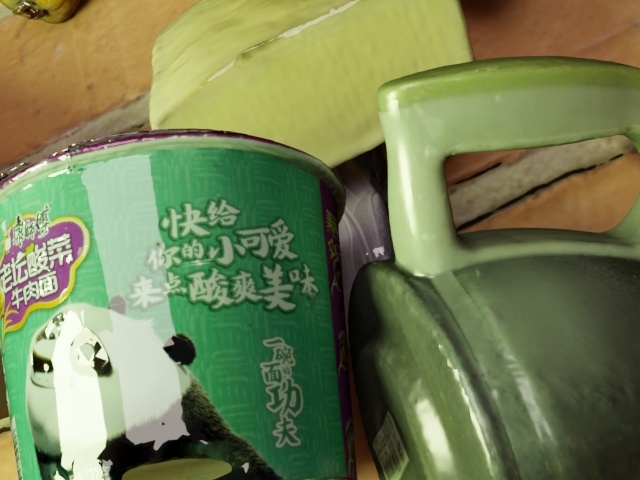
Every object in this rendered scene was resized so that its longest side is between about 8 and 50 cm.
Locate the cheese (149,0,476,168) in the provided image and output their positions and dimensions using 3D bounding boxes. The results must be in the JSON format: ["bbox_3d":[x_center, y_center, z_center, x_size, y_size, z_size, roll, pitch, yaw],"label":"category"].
[{"bbox_3d":[-0.020,-0.160,0.657,0.242,0.124,0.266,-23,31,3],"label":"cheese"}]

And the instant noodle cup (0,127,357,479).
[{"bbox_3d":[-0.089,0.076,0.484,0.251,0.251,0.190,-15,68,12],"label":"instant noodle cup"}]

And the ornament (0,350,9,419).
[{"bbox_3d":[-0.285,0.108,0.587,0.061,0.230,0.245,-22,79,26],"label":"ornament"}]

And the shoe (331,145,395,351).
[{"bbox_3d":[0.000,0.000,0.657,0.137,0.095,0.245,-18,58,14],"label":"shoe"}]

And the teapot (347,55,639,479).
[{"bbox_3d":[0.143,0.064,0.491,0.239,0.239,0.322,-15,81,-14],"label":"teapot"}]

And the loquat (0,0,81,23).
[{"bbox_3d":[-0.331,-0.326,0.908,0.137,0.113,0.137,-1,87,10],"label":"loquat"}]
